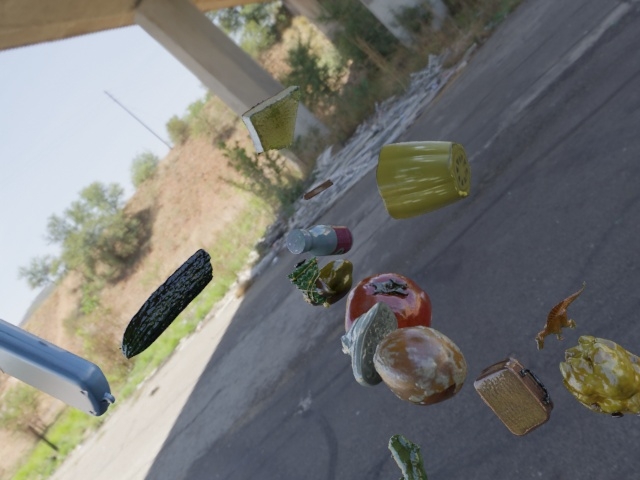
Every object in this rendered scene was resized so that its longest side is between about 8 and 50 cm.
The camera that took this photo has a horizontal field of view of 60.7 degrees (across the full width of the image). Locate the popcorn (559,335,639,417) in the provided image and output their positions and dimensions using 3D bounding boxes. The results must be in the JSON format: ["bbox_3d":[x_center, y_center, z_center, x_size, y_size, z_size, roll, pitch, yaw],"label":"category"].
[{"bbox_3d":[0.727,0.356,1.412,0.190,0.253,0.191,-48,6,46],"label":"popcorn"}]

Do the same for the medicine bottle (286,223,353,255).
[{"bbox_3d":[0.000,0.000,1.530,0.090,0.090,0.217,-42,-22,31],"label":"medicine bottle"}]

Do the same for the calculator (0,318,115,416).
[{"bbox_3d":[-0.370,0.175,0.743,0.121,0.210,0.039,101,-166,-51],"label":"calculator"}]

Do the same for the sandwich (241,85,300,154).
[{"bbox_3d":[-0.119,-0.339,1.600,0.193,0.162,0.058,-39,37,-23],"label":"sandwich"}]

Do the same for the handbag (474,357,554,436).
[{"bbox_3d":[0.530,0.420,1.488,0.151,0.193,0.072,-47,-13,34],"label":"handbag"}]

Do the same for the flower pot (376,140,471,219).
[{"bbox_3d":[0.254,-0.154,1.312,0.179,0.195,0.195,-9,35,35],"label":"flower pot"}]

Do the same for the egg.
[{"bbox_3d":[0.246,0.308,1.354,0.195,0.233,0.195,-163,90,-77],"label":"egg"}]

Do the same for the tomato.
[{"bbox_3d":[0.255,0.289,2.055,0.293,0.325,0.289,-86,-2,-62],"label":"tomato"}]

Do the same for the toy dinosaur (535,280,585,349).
[{"bbox_3d":[0.695,0.215,1.605,0.057,0.142,0.212,21,105,54],"label":"toy dinosaur"}]

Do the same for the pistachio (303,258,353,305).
[{"bbox_3d":[0.030,0.132,1.708,0.189,0.110,0.100,-35,52,-7],"label":"pistachio"}]

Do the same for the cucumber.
[{"bbox_3d":[-0.324,0.131,1.147,0.265,0.077,0.077,-47,10,-21],"label":"cucumber"}]

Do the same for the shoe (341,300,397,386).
[{"bbox_3d":[0.117,0.305,1.566,0.159,0.124,0.316,-30,14,33],"label":"shoe"}]

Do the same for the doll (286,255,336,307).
[{"bbox_3d":[-0.025,0.095,1.142,0.077,0.113,0.078,-9,-19,-39],"label":"doll"}]

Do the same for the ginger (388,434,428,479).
[{"bbox_3d":[0.301,0.812,1.860,0.089,0.290,0.137,-1,-10,-40],"label":"ginger"}]

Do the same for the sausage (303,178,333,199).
[{"bbox_3d":[-0.009,-0.175,1.897,0.116,0.026,0.026,-31,15,9],"label":"sausage"}]
